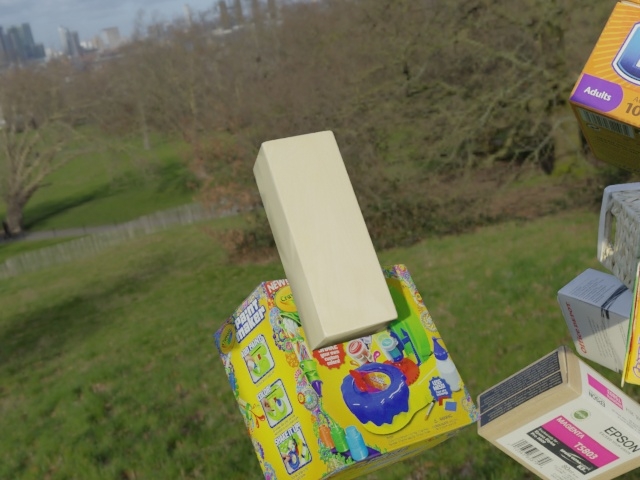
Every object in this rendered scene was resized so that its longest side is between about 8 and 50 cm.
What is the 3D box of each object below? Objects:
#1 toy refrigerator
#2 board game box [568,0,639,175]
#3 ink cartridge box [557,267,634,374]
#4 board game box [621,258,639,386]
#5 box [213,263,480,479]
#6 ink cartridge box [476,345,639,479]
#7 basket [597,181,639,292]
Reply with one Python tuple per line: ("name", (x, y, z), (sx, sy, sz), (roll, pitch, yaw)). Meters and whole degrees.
("toy refrigerator", (0.000, 0.000, 0.989), (0.102, 0.270, 0.094), (-14, -17, -19))
("board game box", (0.686, -0.279, 1.255), (0.356, 0.356, 0.356), (28, 3, 28))
("ink cartridge box", (0.502, 0.144, 1.209), (0.086, 0.148, 0.203), (-34, 26, -16))
("board game box", (0.354, 0.053, 0.769), (0.039, 0.124, 0.259), (11, 18, 33))
("box", (0.036, 0.208, 1.139), (0.290, 0.279, 0.177), (-6, -29, -39))
("ink cartridge box", (0.407, 0.304, 1.230), (0.193, 0.234, 0.088), (-42, 21, 35))
("basket", (0.449, -0.007, 0.933), (0.167, 0.113, 0.103), (-5, 25, -1))
